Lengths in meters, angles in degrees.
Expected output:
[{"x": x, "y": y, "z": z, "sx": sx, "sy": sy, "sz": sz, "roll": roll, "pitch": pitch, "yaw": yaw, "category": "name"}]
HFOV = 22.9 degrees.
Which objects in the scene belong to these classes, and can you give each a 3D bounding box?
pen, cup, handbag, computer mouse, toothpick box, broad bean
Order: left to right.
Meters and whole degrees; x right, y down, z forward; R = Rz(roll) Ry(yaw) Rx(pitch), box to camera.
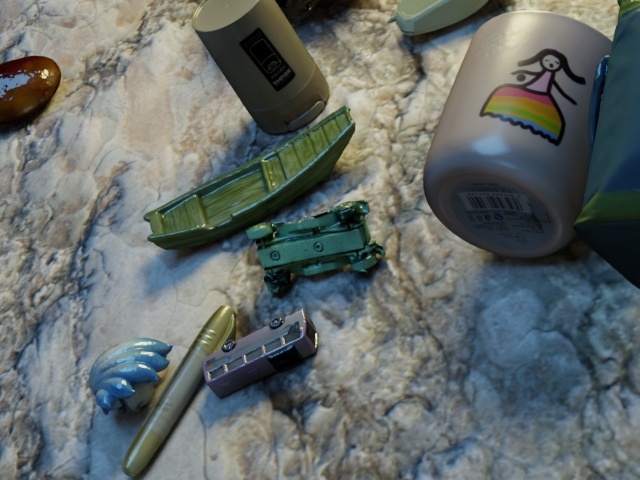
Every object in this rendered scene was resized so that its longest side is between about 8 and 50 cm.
[{"x": -0.470, "y": -0.226, "z": 2.390, "sx": 0.165, "sy": 0.084, "sz": 0.114, "roll": -13, "pitch": 57, "yaw": 15, "category": "broad bean"}, {"x": -0.152, "y": 0.166, "z": 1.748, "sx": 0.040, "sy": 0.032, "sz": 0.233, "roll": 15, "pitch": 57, "yaw": 23, "category": "pen"}, {"x": -0.075, "y": -0.236, "z": 2.024, "sx": 0.111, "sy": 0.181, "sz": 0.111, "roll": -22, "pitch": 37, "yaw": 17, "category": "toothpick box"}, {"x": 0.169, "y": -0.315, "z": 2.038, "sx": 0.181, "sy": 0.056, "sz": 0.089, "roll": -28, "pitch": 34, "yaw": 20, "category": "computer mouse"}, {"x": 0.244, "y": -0.093, "z": 1.647, "sx": 0.252, "sy": 0.191, "sz": 0.200, "roll": 20, "pitch": 58, "yaw": 9, "category": "cup"}, {"x": 0.363, "y": -0.083, "z": 1.428, "sx": 0.222, "sy": 0.263, "sz": 0.241, "roll": -2, "pitch": 66, "yaw": 40, "category": "handbag"}]

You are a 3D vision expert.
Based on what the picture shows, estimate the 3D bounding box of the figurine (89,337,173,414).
[{"x": -0.209, "y": 0.150, "z": 1.774, "sx": 0.114, "sy": 0.079, "sz": 0.114, "roll": -30, "pitch": 0, "yaw": 0, "category": "figurine"}]

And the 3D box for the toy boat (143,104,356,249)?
[{"x": -0.078, "y": -0.067, "z": 1.937, "sx": 0.293, "sy": 0.055, "sz": 0.093, "roll": -29, "pitch": 36, "yaw": 7, "category": "toy boat"}]

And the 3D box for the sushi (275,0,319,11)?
[{"x": -0.026, "y": -0.423, "z": 2.208, "sx": 0.225, "sy": 0.218, "sz": 0.239, "roll": 127, "pitch": 156, "yaw": -58, "category": "sushi"}]

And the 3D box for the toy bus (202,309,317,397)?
[{"x": -0.066, "y": 0.124, "z": 1.725, "sx": 0.130, "sy": 0.037, "sz": 0.052, "roll": -26, "pitch": 39, "yaw": 11, "category": "toy bus"}]

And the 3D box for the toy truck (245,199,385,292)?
[{"x": -0.001, "y": 0.000, "z": 1.799, "sx": 0.154, "sy": 0.080, "sz": 0.078, "roll": -14, "pitch": 14, "yaw": 24, "category": "toy truck"}]
